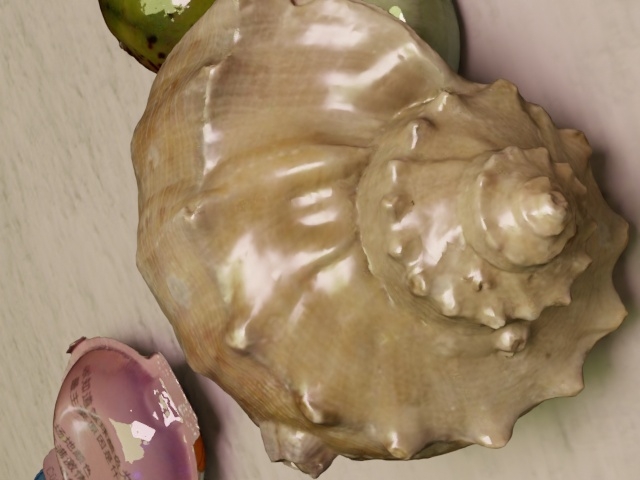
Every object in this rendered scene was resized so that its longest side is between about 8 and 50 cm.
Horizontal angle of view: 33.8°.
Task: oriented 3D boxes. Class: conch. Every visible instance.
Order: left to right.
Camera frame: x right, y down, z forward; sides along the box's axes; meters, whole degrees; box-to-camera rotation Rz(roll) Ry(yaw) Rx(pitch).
[{"bbox_3d":[-0.004,0.005,0.556,0.324,0.186,0.263,-27,104,45],"label":"conch"}]

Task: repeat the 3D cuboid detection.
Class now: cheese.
[{"bbox_3d":[-0.173,0.184,0.859,0.188,0.074,0.286,58,135,18],"label":"cheese"}]

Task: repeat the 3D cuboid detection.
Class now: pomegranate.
[{"bbox_3d":[-0.076,-0.159,0.668,0.130,0.130,0.130,11,107,42],"label":"pomegranate"}]

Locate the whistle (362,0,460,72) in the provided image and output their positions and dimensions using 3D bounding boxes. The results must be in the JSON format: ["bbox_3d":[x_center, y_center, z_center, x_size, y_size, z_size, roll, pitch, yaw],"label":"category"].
[{"bbox_3d":[0.040,-0.149,0.590,0.126,0.067,0.258,44,123,26],"label":"whistle"}]
